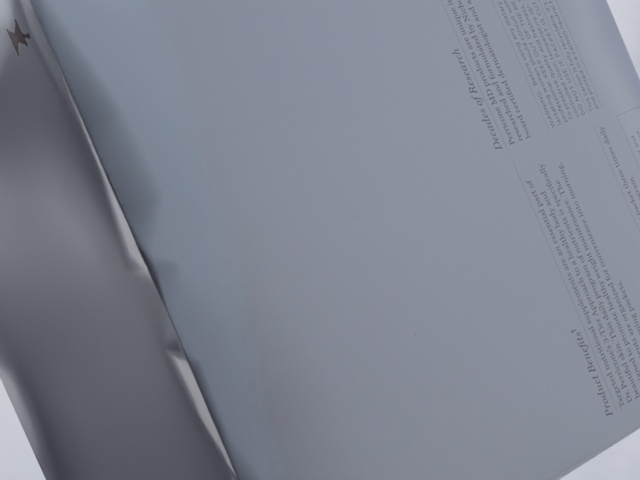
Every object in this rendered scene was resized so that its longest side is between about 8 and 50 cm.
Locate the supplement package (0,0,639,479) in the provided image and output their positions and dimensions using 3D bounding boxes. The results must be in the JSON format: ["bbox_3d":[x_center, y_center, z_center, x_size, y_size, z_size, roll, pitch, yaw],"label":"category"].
[{"bbox_3d":[0.000,0.000,0.445,0.149,0.203,0.194,-24,-90,57],"label":"supplement package"}]
